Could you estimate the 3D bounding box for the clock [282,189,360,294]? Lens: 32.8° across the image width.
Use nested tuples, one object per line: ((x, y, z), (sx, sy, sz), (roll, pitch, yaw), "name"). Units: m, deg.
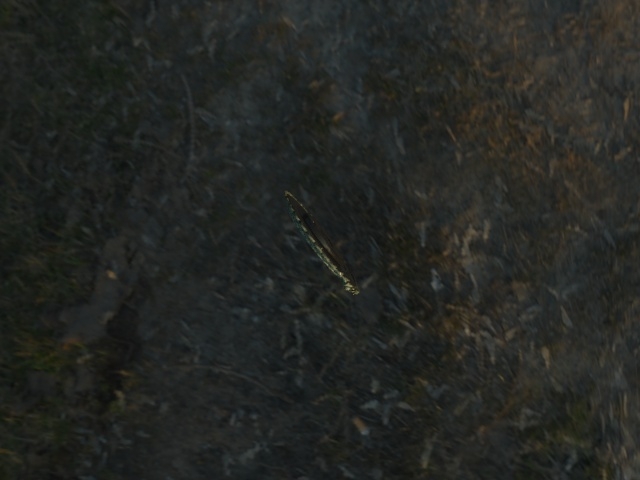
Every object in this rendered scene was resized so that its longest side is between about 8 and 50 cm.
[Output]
((0.000, 0.000, 0.709), (0.010, 0.083, 0.074), (-35, 36, 6), "clock")
